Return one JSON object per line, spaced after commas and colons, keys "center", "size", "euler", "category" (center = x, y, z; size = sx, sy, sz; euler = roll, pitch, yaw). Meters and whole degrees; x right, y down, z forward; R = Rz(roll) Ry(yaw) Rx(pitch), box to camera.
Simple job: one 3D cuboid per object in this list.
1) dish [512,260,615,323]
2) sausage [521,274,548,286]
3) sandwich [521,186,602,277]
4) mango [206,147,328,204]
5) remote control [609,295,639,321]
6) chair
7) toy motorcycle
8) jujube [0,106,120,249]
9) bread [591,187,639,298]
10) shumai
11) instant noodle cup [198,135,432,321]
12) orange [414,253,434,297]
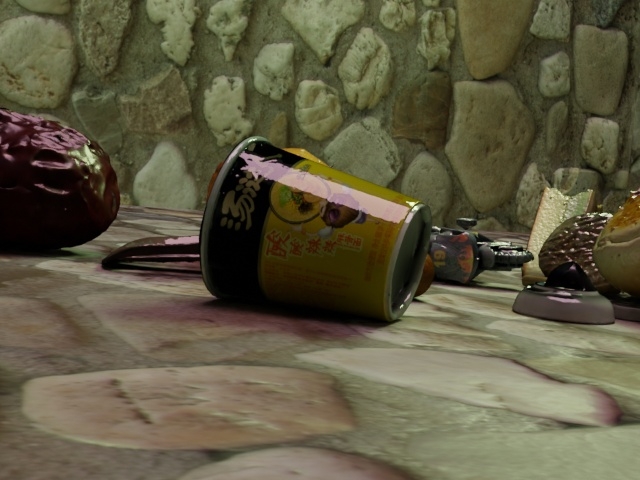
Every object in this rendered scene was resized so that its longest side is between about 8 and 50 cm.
{"center": [0.342, 0.067, 1.400], "size": [0.141, 0.078, 0.141], "euler": [5, 4, 0], "category": "dish"}
{"center": [0.397, 0.077, 1.729], "size": [0.024, 0.024, 0.132], "euler": [3, 4, -30], "category": "sausage"}
{"center": [0.481, -0.012, 1.992], "size": [0.108, 0.186, 0.220], "euler": [5, 4, 31], "category": "sandwich"}
{"center": [-0.043, -0.059, 1.775], "size": [0.199, 0.201, 0.350], "euler": [-24, -23, 39], "category": "mango"}
{"center": [0.492, 0.101, 1.519], "size": [0.077, 0.022, 0.245], "euler": [10, 6, 31], "category": "remote control"}
{"center": [-0.158, -0.039, 1.528], "size": [0.327, 0.183, 0.175], "euler": [6, 3, -8], "category": "chair"}
{"center": [0.225, 0.019, 1.783], "size": [0.173, 0.108, 0.307], "euler": [-4, 6, -35], "category": "toy motorcycle"}
{"center": [-0.522, -0.100, 1.634], "size": [0.377, 0.258, 0.258], "euler": [1, 3, 10], "category": "jujube"}
{"center": [0.554, -0.020, 1.483], "size": [0.306, 0.158, 0.305], "euler": [-39, 6, 5], "category": "bread"}
{"center": [0.501, 0.036, 1.781], "size": [0.210, 0.161, 0.153], "euler": [-13, -25, 20], "category": "shumai"}
{"center": [0.000, 0.000, 1.218], "size": [0.236, 0.215, 0.215], "euler": [16, 7, 19], "category": "instant noodle cup"}
{"center": [0.123, 0.047, 1.439], "size": [0.085, 0.084, 0.085], "euler": [5, 4, 0], "category": "orange"}
